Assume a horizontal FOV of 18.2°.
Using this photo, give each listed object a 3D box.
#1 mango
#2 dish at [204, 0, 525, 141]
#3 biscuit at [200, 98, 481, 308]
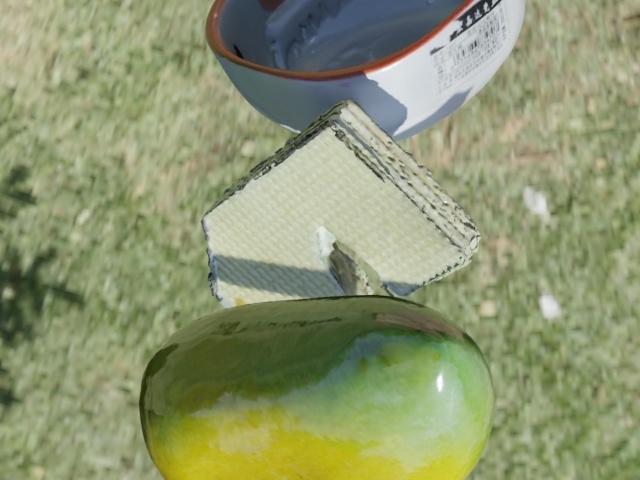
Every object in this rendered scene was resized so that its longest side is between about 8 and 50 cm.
[{"bbox_3d":[0.002,0.089,0.972,0.237,0.091,0.137,-8,137,48],"label":"mango"},{"bbox_3d":[0.047,-0.163,1.586,0.256,0.256,0.117,-15,129,11],"label":"dish"},{"bbox_3d":[0.000,0.000,1.479,0.147,0.046,0.250,43,141,-10],"label":"biscuit"}]
